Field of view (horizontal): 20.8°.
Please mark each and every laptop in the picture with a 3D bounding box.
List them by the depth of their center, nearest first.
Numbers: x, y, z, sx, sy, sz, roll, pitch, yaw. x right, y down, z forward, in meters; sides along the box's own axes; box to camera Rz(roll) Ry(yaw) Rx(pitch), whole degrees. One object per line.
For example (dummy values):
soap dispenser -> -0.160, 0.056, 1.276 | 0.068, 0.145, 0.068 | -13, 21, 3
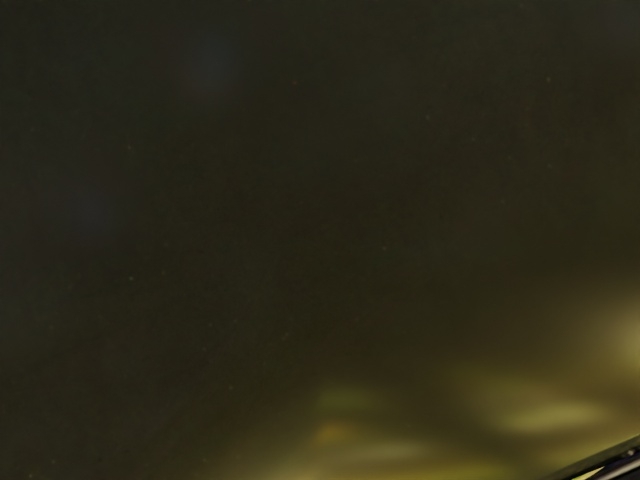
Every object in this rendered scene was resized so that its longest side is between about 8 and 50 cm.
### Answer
laptop -> 0.052, -0.028, 0.406 | 0.382, 0.408, 0.236 | -25, 60, 9

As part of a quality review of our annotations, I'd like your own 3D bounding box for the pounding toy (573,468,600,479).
pounding toy -> 0.138, 0.132, 1.450 | 0.183, 0.110, 0.237 | -19, 11, -13
